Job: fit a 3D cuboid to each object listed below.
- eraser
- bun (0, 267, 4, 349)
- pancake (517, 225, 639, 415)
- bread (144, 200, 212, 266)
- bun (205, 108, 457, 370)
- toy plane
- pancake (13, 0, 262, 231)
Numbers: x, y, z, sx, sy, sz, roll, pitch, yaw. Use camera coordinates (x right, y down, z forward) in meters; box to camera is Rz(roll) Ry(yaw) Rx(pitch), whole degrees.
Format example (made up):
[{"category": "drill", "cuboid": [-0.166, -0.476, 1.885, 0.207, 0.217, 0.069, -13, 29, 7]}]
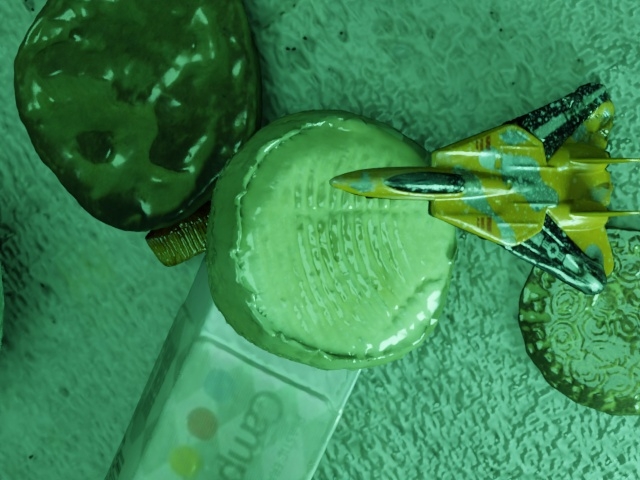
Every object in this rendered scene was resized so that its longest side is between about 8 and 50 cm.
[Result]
[{"category": "eraser", "cuboid": [-0.117, 0.238, 1.683, 0.213, 0.082, 0.397, 26, 104, 9]}, {"category": "bun", "cuboid": [-0.478, 0.102, 1.623, 0.362, 0.362, 0.211, -35, 70, 16]}, {"category": "pancake", "cuboid": [0.293, 0.079, 1.588, 0.199, 0.021, 0.199, 2, 98, 14]}, {"category": "bread", "cuboid": [-0.140, -0.012, 1.652, 0.085, 0.085, 0.053, -25, 100, 16]}, {"category": "bun", "cuboid": [0.000, 0.000, 1.561, 0.259, 0.152, 0.259, 1, 86, -19]}, {"category": "toy plane", "cuboid": [0.143, -0.049, 1.496, 0.316, 0.103, 0.204, 0, 90, -20]}, {"category": "pancake", "cuboid": [-0.178, -0.153, 1.631, 0.294, 0.049, 0.294, -3, 82, 24]}]
